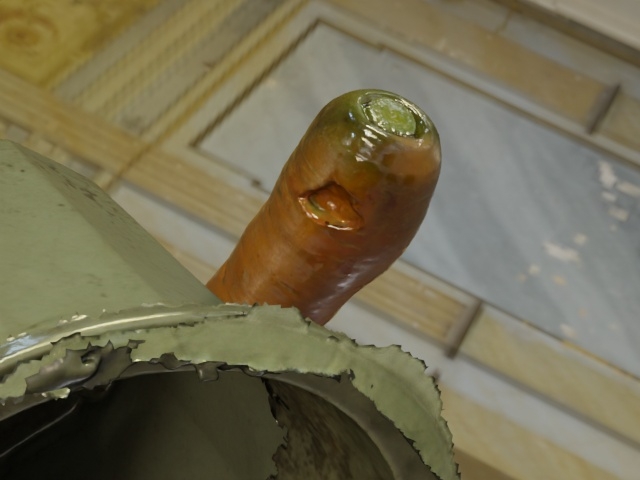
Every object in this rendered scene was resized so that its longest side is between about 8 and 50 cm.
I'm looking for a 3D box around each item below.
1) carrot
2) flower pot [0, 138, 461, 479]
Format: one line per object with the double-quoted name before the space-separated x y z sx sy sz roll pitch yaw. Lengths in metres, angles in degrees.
"carrot" 0.000 0.000 0.802 0.193 0.087 0.087 -57 -6 37
"flower pot" -0.118 0.098 0.573 0.290 0.259 0.290 -14 -57 -24
